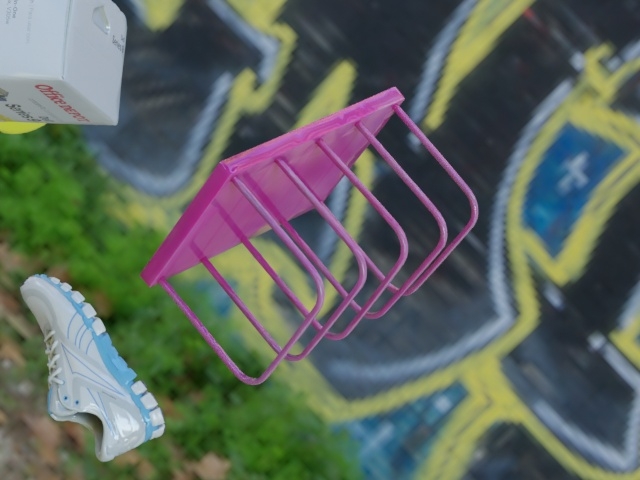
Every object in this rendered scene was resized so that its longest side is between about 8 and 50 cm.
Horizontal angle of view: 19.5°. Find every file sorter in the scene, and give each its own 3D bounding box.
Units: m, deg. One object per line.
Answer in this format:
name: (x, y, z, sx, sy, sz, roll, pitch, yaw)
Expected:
file sorter: (0.000, 0.000, 1.993, 0.291, 0.202, 0.182, -27, 72, -45)

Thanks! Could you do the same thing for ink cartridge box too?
ink cartridge box: (-0.264, -0.146, 1.376, 0.154, 0.212, 0.093, 45, 47, -78)

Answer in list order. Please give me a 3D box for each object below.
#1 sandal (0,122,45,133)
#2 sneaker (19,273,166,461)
sandal: (-0.266, -0.248, 1.557, 0.138, 0.126, 0.317, 22, -63, 62)
sneaker: (-0.226, 0.118, 1.707, 0.190, 0.083, 0.071, 53, -26, 4)
